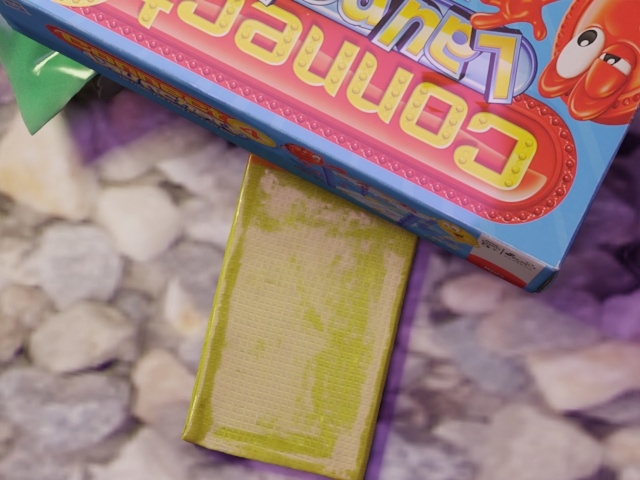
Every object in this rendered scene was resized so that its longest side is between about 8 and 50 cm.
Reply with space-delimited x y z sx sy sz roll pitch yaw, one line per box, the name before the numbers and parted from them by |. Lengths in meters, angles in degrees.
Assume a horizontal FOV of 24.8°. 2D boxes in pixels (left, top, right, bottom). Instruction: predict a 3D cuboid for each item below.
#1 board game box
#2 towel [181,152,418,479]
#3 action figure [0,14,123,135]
board game box | 0.041 -0.178 0.713 0.308 0.086 0.302 27 82 5
towel | 0.000 0.000 0.761 0.102 0.021 0.237 11 83 15
action figure | -0.166 -0.189 0.809 0.137 0.063 0.232 -37 79 6
